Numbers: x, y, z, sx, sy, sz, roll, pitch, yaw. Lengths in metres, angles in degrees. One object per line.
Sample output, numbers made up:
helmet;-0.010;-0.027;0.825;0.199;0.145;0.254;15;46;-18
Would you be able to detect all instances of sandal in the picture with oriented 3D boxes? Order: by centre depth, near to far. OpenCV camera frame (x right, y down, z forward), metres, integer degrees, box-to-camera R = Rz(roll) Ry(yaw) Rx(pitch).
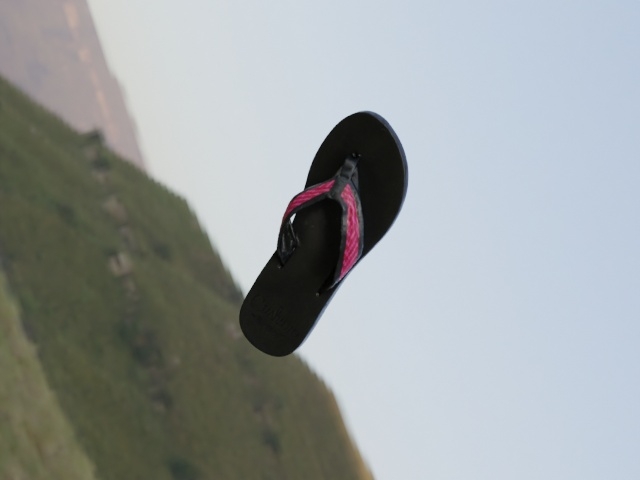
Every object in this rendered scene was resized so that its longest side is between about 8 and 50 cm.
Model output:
sandal;0.000;0.000;1.026;0.067;0.179;0.040;33;15;15
